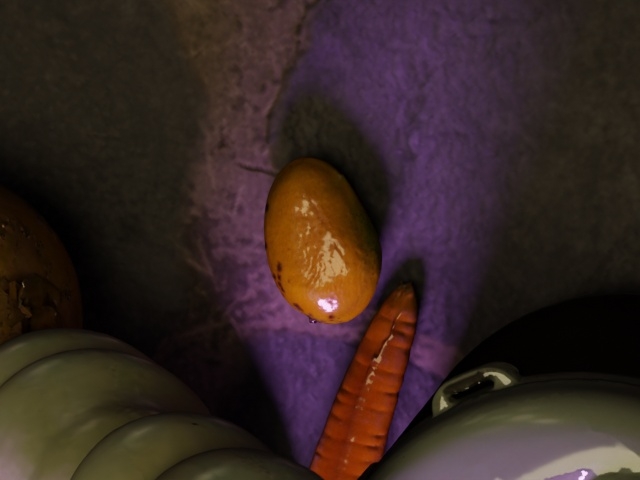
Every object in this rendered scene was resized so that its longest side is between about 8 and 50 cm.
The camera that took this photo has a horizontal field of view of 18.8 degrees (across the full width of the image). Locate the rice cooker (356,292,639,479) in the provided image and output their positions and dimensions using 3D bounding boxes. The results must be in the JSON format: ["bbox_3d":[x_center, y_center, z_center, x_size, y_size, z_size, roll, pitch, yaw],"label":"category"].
[{"bbox_3d":[0.174,0.214,1.145,0.335,0.325,0.335,3,103,14],"label":"rice cooker"}]

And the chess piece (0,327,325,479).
[{"bbox_3d":[-0.088,0.157,1.082,0.182,0.330,0.182,-3,97,-29],"label":"chess piece"}]

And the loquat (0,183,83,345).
[{"bbox_3d":[-0.276,0.056,1.284,0.235,0.235,0.235,3,103,14],"label":"loquat"}]

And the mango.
[{"bbox_3d":[0.000,0.000,1.287,0.079,0.057,0.114,-10,96,24],"label":"mango"}]

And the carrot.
[{"bbox_3d":[0.021,0.160,1.314,0.066,0.062,0.271,8,103,17],"label":"carrot"}]
